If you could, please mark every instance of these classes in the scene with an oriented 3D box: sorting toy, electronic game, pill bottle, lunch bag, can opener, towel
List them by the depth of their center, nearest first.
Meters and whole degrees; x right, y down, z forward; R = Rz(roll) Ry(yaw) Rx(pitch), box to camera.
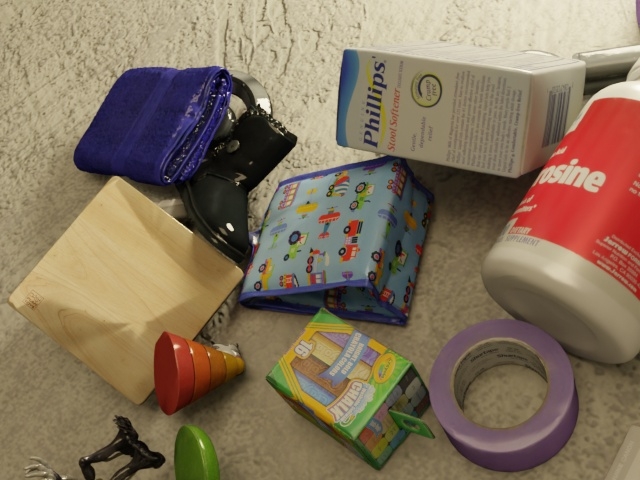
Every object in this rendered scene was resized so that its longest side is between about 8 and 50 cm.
[{"bbox_3d":[0.410,-0.059,1.305,0.229,0.229,0.407,27,74,32],"label":"pill bottle"},{"bbox_3d":[-0.135,0.292,1.370,0.126,0.127,0.365,-3,59,-28],"label":"sorting toy"},{"bbox_3d":[0.000,0.000,1.507,0.293,0.138,0.221,-1,60,32],"label":"lunch bag"},{"bbox_3d":[-0.297,0.080,1.523,0.257,0.089,0.255,37,77,4],"label":"sorting toy"},{"bbox_3d":[0.423,-0.284,1.551,0.283,0.076,0.095,-6,58,15],"label":"can opener"},{"bbox_3d":[-0.290,-0.198,1.705,0.308,0.076,0.227,12,68,47],"label":"towel"},{"bbox_3d":[-0.192,-0.204,1.744,0.229,0.048,0.229,-8,64,18],"label":"electronic game"}]

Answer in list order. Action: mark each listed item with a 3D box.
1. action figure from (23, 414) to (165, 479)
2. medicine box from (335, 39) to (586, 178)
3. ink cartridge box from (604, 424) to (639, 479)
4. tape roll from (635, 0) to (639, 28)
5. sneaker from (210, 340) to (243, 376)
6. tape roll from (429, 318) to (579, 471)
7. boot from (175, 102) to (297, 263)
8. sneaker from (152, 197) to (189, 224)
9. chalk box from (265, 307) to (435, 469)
[{"bbox_3d":[-0.357,0.371,1.376,0.275,0.141,0.164,-48,38,-5],"label":"action figure"},{"bbox_3d":[0.211,-0.205,1.450,0.289,0.263,0.149,13,108,28],"label":"medicine box"},{"bbox_3d":[0.424,0.379,1.134,0.261,0.066,0.296,7,58,53],"label":"ink cartridge box"},{"bbox_3d":[0.638,-0.403,1.538,0.275,0.090,0.274,-9,56,14],"label":"tape roll"},{"bbox_3d":[-0.167,0.184,1.497,0.098,0.038,0.069,-16,53,-1],"label":"sneaker"},{"bbox_3d":[0.244,0.205,1.302,0.189,0.080,0.189,-10,55,15],"label":"tape roll"},{"bbox_3d":[-0.121,-0.101,1.574,0.207,0.094,0.246,-45,38,8],"label":"boot"},{"bbox_3d":[-0.324,0.034,1.633,0.281,0.105,0.115,-35,83,-6],"label":"sneaker"},{"bbox_3d":[0.058,0.215,1.333,0.213,0.132,0.132,30,73,34],"label":"chalk box"}]
